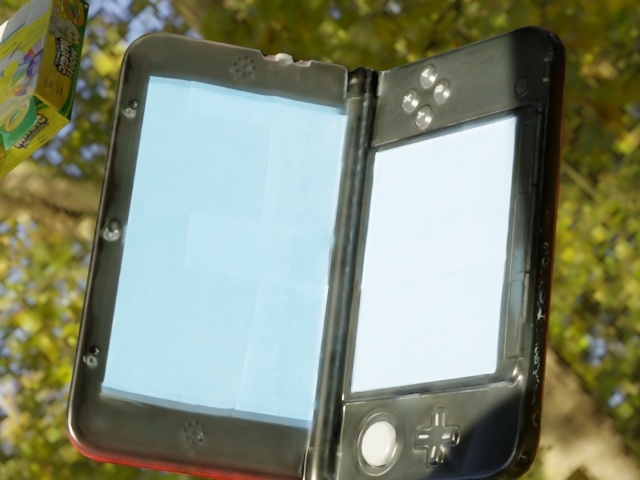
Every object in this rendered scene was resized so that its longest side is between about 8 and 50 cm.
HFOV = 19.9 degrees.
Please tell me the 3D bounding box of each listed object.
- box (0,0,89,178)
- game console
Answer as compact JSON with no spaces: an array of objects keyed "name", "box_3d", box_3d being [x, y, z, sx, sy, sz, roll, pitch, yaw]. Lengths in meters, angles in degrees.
[{"name":"box","box_3d":[-0.240,-0.121,1.468,0.105,0.179,0.043,-34,-58,29]},{"name":"game console","box_3d":[0.000,0.000,0.555,0.085,0.144,0.124,21,-23,-38]}]
